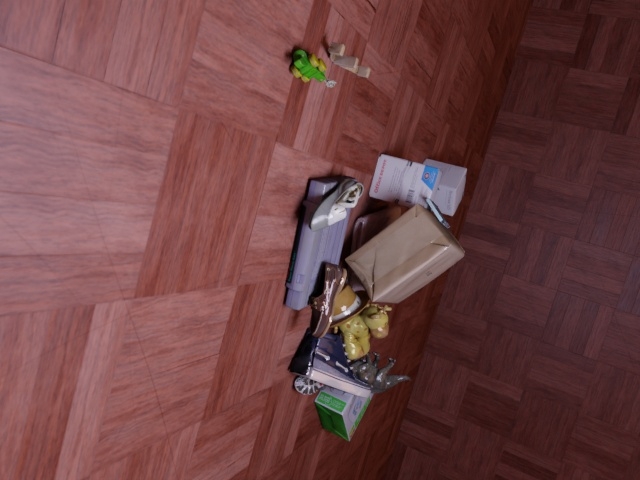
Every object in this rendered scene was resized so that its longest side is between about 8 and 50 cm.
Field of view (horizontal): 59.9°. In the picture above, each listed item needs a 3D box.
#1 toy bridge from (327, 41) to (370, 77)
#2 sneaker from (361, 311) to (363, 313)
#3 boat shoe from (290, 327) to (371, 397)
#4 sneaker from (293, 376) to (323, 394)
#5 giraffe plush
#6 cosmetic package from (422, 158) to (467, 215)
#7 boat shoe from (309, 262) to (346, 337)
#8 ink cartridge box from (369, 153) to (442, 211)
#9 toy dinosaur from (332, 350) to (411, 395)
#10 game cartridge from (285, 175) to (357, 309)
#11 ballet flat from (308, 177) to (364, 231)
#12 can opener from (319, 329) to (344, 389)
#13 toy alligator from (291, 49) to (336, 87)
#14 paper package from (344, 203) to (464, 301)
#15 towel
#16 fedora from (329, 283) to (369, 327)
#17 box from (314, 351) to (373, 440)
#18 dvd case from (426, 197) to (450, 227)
[{"bbox_3d":[0.060,-0.432,1.333,0.188,0.063,0.026,4,104,-65],"label":"toy bridge"},{"bbox_3d":[0.170,0.299,2.182,0.044,0.040,0.109,-60,157,16],"label":"sneaker"},{"bbox_3d":[0.061,0.390,1.765,0.340,0.127,0.158,33,70,-42],"label":"boat shoe"},{"bbox_3d":[-0.031,0.455,1.808,0.169,0.071,0.068,-2,87,-50],"label":"sneaker"},{"bbox_3d":[0.155,0.276,1.844,0.210,0.170,0.181,58,26,-26],"label":"giraffe plush"},{"bbox_3d":[0.497,-0.224,2.326,0.151,0.183,0.151,-54,151,-36],"label":"cosmetic package"},{"bbox_3d":[0.004,0.162,1.522,0.073,0.073,0.207,20,85,-30],"label":"boat shoe"},{"bbox_3d":[0.282,-0.189,1.844,0.086,0.203,0.148,-1,109,-68],"label":"ink cartridge box"},{"bbox_3d":[0.177,0.481,1.987,0.313,0.121,0.160,21,87,-30],"label":"toy dinosaur"},{"bbox_3d":[0.000,0.000,1.537,0.230,0.068,0.355,-14,120,-59],"label":"game cartridge"},{"bbox_3d":[0.047,-0.090,1.413,0.213,0.068,0.072,-50,150,-41],"label":"ballet flat"},{"bbox_3d":[0.064,0.396,1.948,0.280,0.093,0.074,-56,154,-22],"label":"can opener"},{"bbox_3d":[-0.018,-0.381,1.219,0.189,0.056,0.051,-3,70,-66],"label":"toy alligator"},{"bbox_3d":[0.281,0.057,1.791,0.309,0.168,0.325,-39,161,13],"label":"paper package"},{"bbox_3d":[0.179,0.043,1.977,0.332,0.053,0.317,-22,128,-60],"label":"towel"},{"bbox_3d":[0.061,0.193,1.743,0.079,0.194,0.194,59,43,-14],"label":"fedora"},{"bbox_3d":[0.096,0.593,2.119,0.231,0.126,0.262,-54,151,-31],"label":"box"},{"bbox_3d":[0.377,-0.087,1.773,0.013,0.087,0.119,-34,160,15],"label":"dvd case"}]
